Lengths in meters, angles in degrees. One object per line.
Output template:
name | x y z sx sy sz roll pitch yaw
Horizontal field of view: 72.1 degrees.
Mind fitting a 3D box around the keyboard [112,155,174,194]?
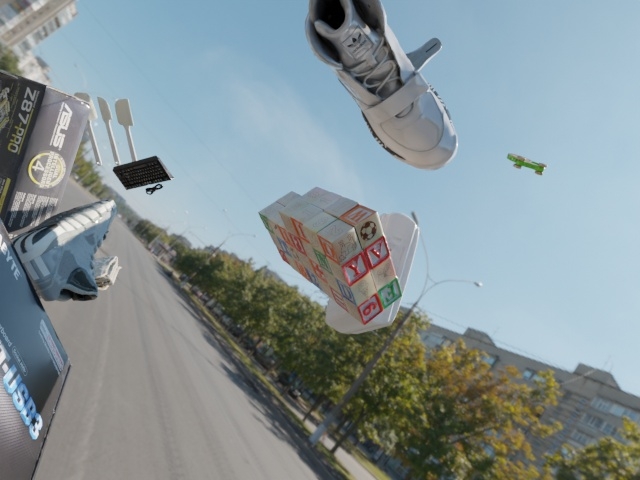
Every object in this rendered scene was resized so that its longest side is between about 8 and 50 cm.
keyboard | -0.488 -0.172 1.223 0.180 0.023 0.108 -6 -48 28

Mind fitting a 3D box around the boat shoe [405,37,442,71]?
boat shoe | 0.371 -0.692 1.704 0.083 0.226 0.076 57 -7 0

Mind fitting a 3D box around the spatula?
spatula | -0.648 -0.329 1.351 0.168 0.019 0.242 5 -49 -2

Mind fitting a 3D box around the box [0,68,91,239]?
box | -0.601 -0.106 0.773 0.318 0.395 0.097 21 4 24

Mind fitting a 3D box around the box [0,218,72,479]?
box | -0.346 0.135 0.412 0.293 0.073 0.296 -110 -163 -56

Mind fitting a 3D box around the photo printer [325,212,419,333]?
photo printer | 0.110 0.095 1.062 0.107 0.256 0.307 23 -21 -7

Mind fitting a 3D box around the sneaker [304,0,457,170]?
sneaker | 0.095 -0.274 0.740 0.366 0.137 0.210 55 18 6

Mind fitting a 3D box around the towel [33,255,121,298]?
towel | -0.671 0.096 1.126 0.187 0.282 0.049 -138 -134 -69

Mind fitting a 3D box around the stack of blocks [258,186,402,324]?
stack of blocks | 0.000 0.000 0.783 0.297 0.087 0.171 31 -30 53

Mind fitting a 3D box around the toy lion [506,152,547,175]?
toy lion | 0.590 -0.226 1.267 0.100 0.034 0.096 19 26 6

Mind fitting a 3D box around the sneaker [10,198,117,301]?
sneaker | -0.372 0.023 0.679 0.229 0.086 0.132 -78 153 -69
